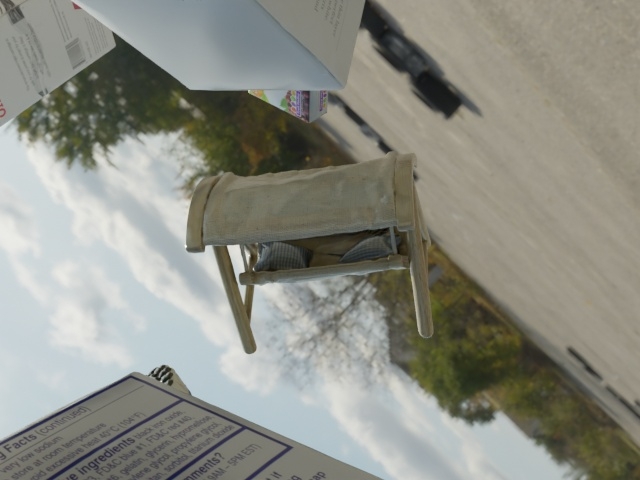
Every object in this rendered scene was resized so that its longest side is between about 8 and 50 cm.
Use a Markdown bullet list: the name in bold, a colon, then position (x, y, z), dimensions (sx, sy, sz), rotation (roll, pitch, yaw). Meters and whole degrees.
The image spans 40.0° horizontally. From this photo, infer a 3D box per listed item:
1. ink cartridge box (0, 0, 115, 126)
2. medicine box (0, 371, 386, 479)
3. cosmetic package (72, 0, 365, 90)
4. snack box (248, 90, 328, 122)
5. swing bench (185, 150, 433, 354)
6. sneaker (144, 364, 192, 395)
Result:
- **ink cartridge box**: position (-0.386, -0.262, 1.118), dimensions (0.092, 0.218, 0.159), rotation (37, 156, 21)
- **medicine box**: position (-0.047, 0.253, 0.470), dimensions (0.289, 0.264, 0.149), rotation (18, -157, 27)
- **cosmetic package**: position (-0.065, -0.238, 0.526), dimensions (0.138, 0.224, 0.224), rotation (5, 165, 32)
- **snack box**: position (-0.037, -0.218, 1.004), dimensions (0.100, 0.037, 0.141), rotation (31, 138, 30)
- **swing bench**: position (0.000, 0.000, 1.074), dimensions (0.255, 0.253, 0.165), rotation (72, -164, -52)
- **sneaker**: position (-0.128, 0.247, 0.896), dimensions (0.147, 0.129, 0.330), rotation (52, 178, -21)
